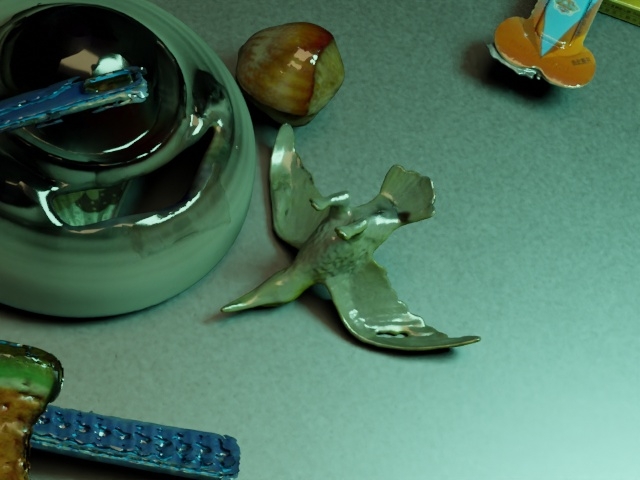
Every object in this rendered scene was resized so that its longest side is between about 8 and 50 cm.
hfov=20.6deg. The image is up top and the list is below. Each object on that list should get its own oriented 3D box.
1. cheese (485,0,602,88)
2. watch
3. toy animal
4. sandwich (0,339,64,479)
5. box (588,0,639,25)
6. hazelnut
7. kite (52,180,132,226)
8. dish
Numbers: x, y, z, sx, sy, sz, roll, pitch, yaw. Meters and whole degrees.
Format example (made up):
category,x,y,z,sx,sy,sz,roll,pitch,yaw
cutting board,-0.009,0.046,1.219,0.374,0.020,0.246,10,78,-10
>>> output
category,x,y,z,sx,sy,sz,roll,pitch,yaw
cheese,0.215,-0.221,1.436,0.106,0.037,0.256,27,59,4
watch,-0.212,0.052,1.124,0.275,0.068,0.276,-15,99,-8
toy animal,0.000,0.000,1.227,0.155,0.095,0.219,-21,64,-30
sandwich,-0.257,0.134,1.052,0.235,0.079,0.159,-37,102,-4
box,0.228,-0.235,1.483,0.156,0.022,0.089,18,54,-3
hazelnut,-0.024,-0.126,1.315,0.086,0.086,0.086,7,56,-10
kite,-0.222,-0.080,1.270,0.323,0.013,0.267,-16,63,-24
dish,-0.166,-0.095,1.209,0.273,0.134,0.273,8,57,-13
